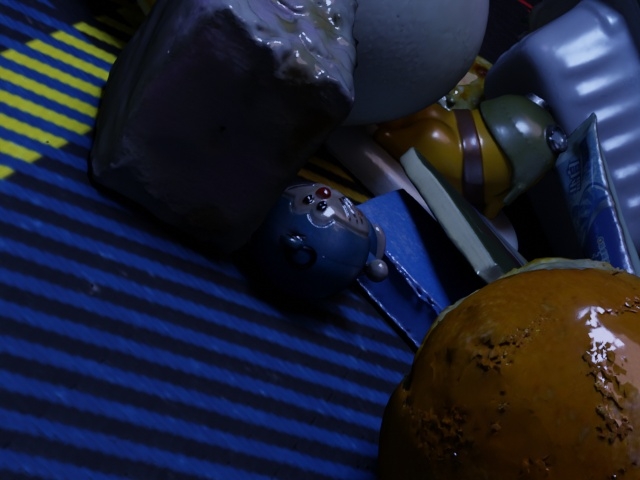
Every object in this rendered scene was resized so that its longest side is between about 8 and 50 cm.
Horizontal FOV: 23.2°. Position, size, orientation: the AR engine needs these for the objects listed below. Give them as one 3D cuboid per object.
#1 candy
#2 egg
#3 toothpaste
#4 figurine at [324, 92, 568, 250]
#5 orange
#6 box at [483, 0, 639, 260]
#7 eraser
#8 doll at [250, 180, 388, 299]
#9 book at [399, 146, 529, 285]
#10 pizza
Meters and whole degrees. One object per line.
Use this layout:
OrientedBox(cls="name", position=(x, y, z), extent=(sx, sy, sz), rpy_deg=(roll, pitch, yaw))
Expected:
OrientedBox(cls="candy", position=(-0.067, -0.116, 1.123), extent=(0.137, 0.195, 0.185), rpy_deg=(30, 31, -18))
OrientedBox(cls="egg", position=(-0.004, -0.242, 1.317), extent=(0.345, 0.283, 0.283), rpy_deg=(43, 20, -34))
OrientedBox(cls="toothpaste", position=(0.261, 0.011, 1.397), extent=(0.069, 0.047, 0.268), rpy_deg=(82, -3, -58))
OrientedBox(cls="figurine", position=(0.128, -0.093, 1.447), extent=(0.250, 0.141, 0.166), rpy_deg=(30, 28, -29))
OrientedBox(cls="orange", position=(0.149, 0.129, 0.989), extent=(0.240, 0.240, 0.240), rpy_deg=(35, 25, -19))
OrientedBox(cls="box", position=(0.269, -0.088, 1.555), extent=(0.336, 0.106, 0.264), rpy_deg=(66, -17, 4))
OrientedBox(cls="eraser", position=(0.138, 0.089, 1.281), extent=(0.312, 0.042, 0.144), rpy_deg=(47, 23, 8))
OrientedBox(cls="doll", position=(0.000, 0.000, 1.163), extent=(0.114, 0.085, 0.152), rpy_deg=(26, 8, 18))
OrientedBox(cls="book", position=(0.187, 0.051, 1.347), extent=(0.289, 0.026, 0.201), rpy_deg=(41, 11, -34))
OrientedBox(cls="pizza", position=(0.158, -0.175, 1.710), extent=(0.188, 0.080, 0.204), rpy_deg=(51, 24, 12))
